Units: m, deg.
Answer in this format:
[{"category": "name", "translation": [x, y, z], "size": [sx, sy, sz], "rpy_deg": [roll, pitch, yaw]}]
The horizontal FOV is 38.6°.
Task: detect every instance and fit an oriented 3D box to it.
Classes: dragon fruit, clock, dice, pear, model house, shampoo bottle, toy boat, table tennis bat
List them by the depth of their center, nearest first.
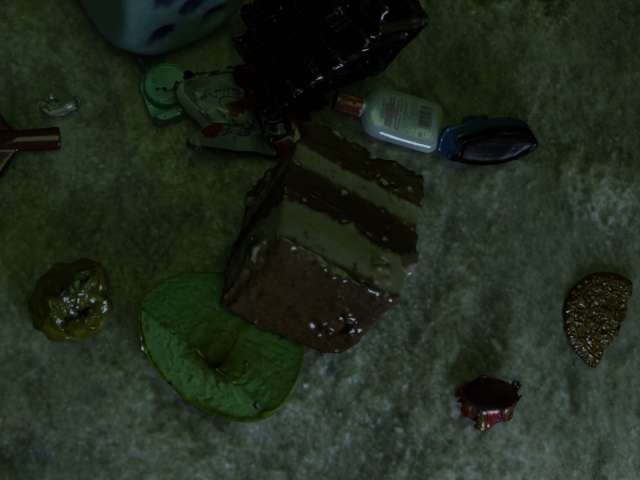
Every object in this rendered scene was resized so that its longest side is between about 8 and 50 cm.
[{"category": "pear", "translation": [-0.157, 0.169, 1.573], "size": [0.288, 0.139, 0.239], "rpy_deg": [38, 48, 5]}, {"category": "table tennis bat", "translation": [-0.608, -0.166, 1.574], "size": [0.310, 0.038, 0.200], "rpy_deg": [-6, 78, -16]}, {"category": "dice", "translation": [-0.292, -0.511, 1.615], "size": [0.264, 0.262, 0.268], "rpy_deg": [-29, 79, -26]}, {"category": "model house", "translation": [-0.023, -0.393, 1.640], "size": [0.282, 0.297, 0.317], "rpy_deg": [-25, 71, -21]}, {"category": "dragon fruit", "translation": [0.308, 0.305, 1.689], "size": [0.112, 0.068, 0.126], "rpy_deg": [13, 29, 25]}, {"category": "clock", "translation": [-0.287, -0.286, 1.691], "size": [0.101, 0.041, 0.135], "rpy_deg": [-28, 85, -20]}, {"category": "shampoo bottle", "translation": [0.132, -0.247, 1.793], "size": [0.220, 0.051, 0.108], "rpy_deg": [14, 76, -11]}, {"category": "toy boat", "translation": [0.332, -0.205, 1.825], "size": [0.223, 0.100, 0.097], "rpy_deg": [-8, 41, -26]}]

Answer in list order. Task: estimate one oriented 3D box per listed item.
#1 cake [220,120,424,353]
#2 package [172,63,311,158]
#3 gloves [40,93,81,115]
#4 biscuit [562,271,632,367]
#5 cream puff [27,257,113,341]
[{"category": "cake", "translation": [0.000, 0.000, 1.552], "size": [0.282, 0.256, 0.290], "rpy_deg": [27, 46, -11]}, {"category": "package", "translation": [-0.142, -0.238, 1.706], "size": [0.269, 0.071, 0.194], "rpy_deg": [-11, 90, -39]}, {"category": "gloves", "translation": [-0.460, -0.241, 1.633], "size": [0.080, 0.037, 0.044], "rpy_deg": [2, 39, 0]}, {"category": "biscuit", "translation": [0.548, 0.143, 1.824], "size": [0.126, 0.025, 0.206], "rpy_deg": [31, 70, -6]}, {"category": "cream puff", "translation": [-0.412, 0.097, 1.523], "size": [0.146, 0.116, 0.146], "rpy_deg": [5, 73, -18]}]
